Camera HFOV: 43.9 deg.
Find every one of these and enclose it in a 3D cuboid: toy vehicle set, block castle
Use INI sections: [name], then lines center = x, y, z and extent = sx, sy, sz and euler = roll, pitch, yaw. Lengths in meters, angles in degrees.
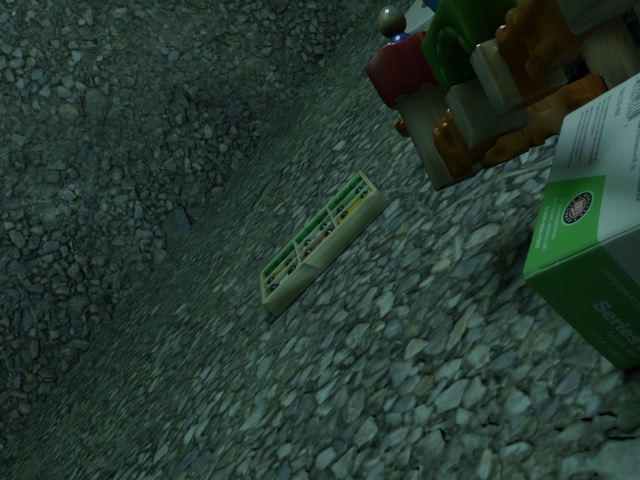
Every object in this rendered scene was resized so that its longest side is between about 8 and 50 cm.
[toy vehicle set]
center = 0.000, 0.000, 1.363
extent = 0.267, 0.035, 0.166
euler = -46, 15, 6
[block castle]
center = 0.214, -0.231, 0.657
extent = 0.302, 0.213, 0.453
euler = -22, -9, -7

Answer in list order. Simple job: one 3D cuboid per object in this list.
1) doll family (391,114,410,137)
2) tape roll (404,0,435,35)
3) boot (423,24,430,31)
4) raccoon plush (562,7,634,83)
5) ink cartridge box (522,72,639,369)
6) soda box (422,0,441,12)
[doll family]
center = 0.191, -0.217, 1.231
extent = 0.163, 0.118, 0.263
euler = -46, 16, 5
[tape roll]
center = 0.339, -0.601, 1.876
extent = 0.392, 0.072, 0.392
euler = -42, 17, 16
[boot]
center = 0.285, -0.417, 1.530
extent = 0.262, 0.095, 0.203
euler = -49, 14, 9
[raccoon plush]
center = 0.199, -0.365, 1.043
extent = 0.216, 0.446, 0.299
euler = 103, 164, -63
[ink cartridge box]
center = 0.302, -0.059, 0.537
extent = 0.289, 0.121, 0.211
euler = -32, 21, 45
[soda box]
center = 0.242, -0.341, 1.226
extent = 0.071, 0.210, 0.067
euler = -43, 15, 25
